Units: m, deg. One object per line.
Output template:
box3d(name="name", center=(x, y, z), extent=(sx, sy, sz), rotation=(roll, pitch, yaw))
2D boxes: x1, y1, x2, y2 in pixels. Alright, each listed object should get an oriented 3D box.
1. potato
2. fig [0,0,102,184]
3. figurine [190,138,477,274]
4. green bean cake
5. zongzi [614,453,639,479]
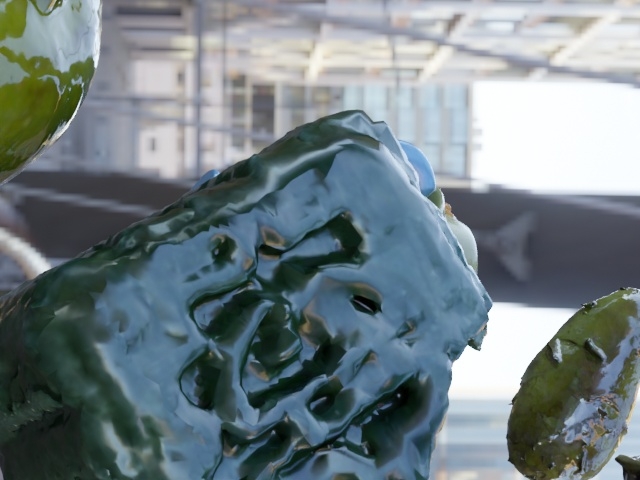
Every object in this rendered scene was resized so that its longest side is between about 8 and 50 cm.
box3d(name="potato", center=(0.265, 0.145, 1.601), extent=(0.225, 0.117, 0.090), rotation=(-57, -174, -12))
box3d(name="fig", center=(-0.295, -0.143, 1.019), extent=(0.258, 0.326, 0.258), rotation=(9, 79, -51))
box3d(name="figurine", center=(0.000, 0.002, 1.294), extent=(0.154, 0.262, 0.180), rotation=(155, -48, -68))
box3d(name="green bean cake", center=(-0.021, 0.107, 0.970), extent=(0.169, 0.308, 0.300), rotation=(-24, -84, 53))
box3d(name="zongzi", center=(0.299, 0.197, 0.772), extent=(0.317, 0.154, 0.289), rotation=(-34, -134, 45))
